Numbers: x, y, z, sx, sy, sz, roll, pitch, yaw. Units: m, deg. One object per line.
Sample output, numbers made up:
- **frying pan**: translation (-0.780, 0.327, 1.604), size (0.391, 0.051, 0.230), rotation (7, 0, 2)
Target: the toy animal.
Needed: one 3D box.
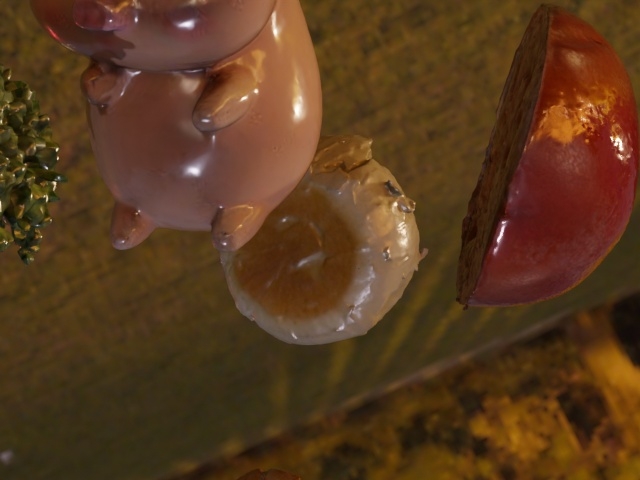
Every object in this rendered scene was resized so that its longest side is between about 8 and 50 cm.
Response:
- **toy animal**: translation (-0.074, -0.123, 0.926), size (0.166, 0.250, 0.154), rotation (1, -148, 12)

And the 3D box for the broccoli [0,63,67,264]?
- **broccoli**: translation (-0.319, -0.007, 0.814), size (0.375, 0.249, 0.302), rotation (-2, -141, 29)

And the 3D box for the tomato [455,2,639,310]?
- **tomato**: translation (0.243, -0.073, 1.675), size (0.143, 0.338, 0.338), rotation (14, 164, -2)

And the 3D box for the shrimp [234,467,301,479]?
- **shrimp**: translation (-0.010, 0.295, 1.390), size (0.133, 0.236, 0.053), rotation (-39, 156, 13)

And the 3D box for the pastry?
- **pastry**: translation (0.000, 0.000, 1.242), size (0.166, 0.166, 0.088), rotation (-31, 174, 24)
